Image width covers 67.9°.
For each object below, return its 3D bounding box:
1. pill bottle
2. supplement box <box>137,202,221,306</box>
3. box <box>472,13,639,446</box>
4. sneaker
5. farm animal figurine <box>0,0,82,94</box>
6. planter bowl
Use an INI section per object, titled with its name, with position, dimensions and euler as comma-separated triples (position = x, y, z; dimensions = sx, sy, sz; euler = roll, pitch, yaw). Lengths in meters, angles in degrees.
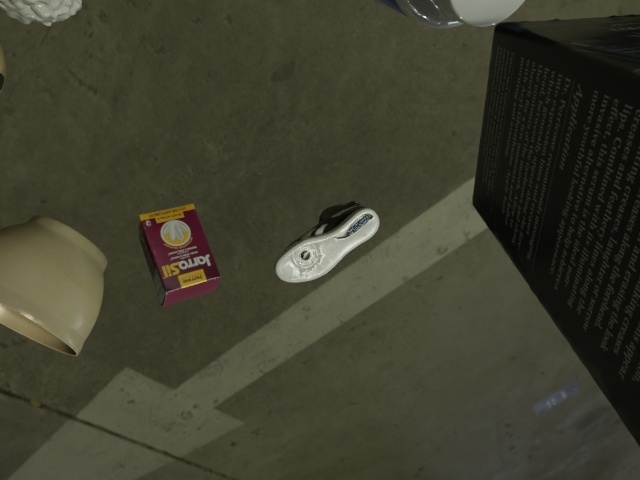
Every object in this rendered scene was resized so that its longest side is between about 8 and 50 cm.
[pill bottle]
position = 0.133, -0.351, 0.580
dimensions = 0.152, 0.272, 0.152
euler = -11, 129, -14
[supplement box]
position = -0.138, 0.013, 0.460
dimensions = 0.055, 0.083, 0.043
euler = -17, 163, -29
[box]
position = 0.327, -0.039, 0.358
dimensions = 0.293, 0.395, 0.212
euler = -4, 121, -1
[sneaker]
position = 0.000, 0.000, 0.919
dimensions = 0.217, 0.121, 0.079
euler = -30, 112, -10
[farm animal figurine]
position = -0.267, -0.169, 0.231
dimensions = 0.330, 0.172, 0.327
euler = -61, 169, -24
[planter bowl]
position = -0.313, 0.041, 0.533
dimensions = 0.162, 0.109, 0.162
euler = 19, 149, 11
